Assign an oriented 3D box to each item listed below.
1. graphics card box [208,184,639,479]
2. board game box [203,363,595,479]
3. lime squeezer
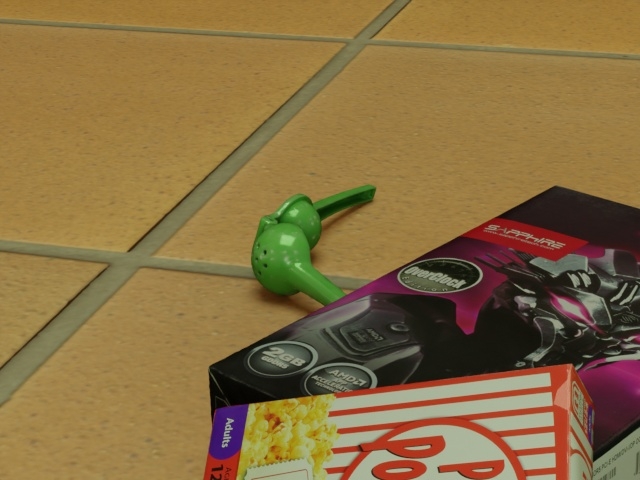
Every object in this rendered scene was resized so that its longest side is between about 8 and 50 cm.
[{"bbox_3d":[0.139,0.081,0.904,0.232,0.094,0.371,20,33,39],"label":"graphics card box"},{"bbox_3d":[0.033,0.142,0.690,0.193,0.045,0.147,-10,51,22],"label":"board game box"},{"bbox_3d":[0.000,0.000,1.149,0.109,0.059,0.310,-2,23,0],"label":"lime squeezer"}]
